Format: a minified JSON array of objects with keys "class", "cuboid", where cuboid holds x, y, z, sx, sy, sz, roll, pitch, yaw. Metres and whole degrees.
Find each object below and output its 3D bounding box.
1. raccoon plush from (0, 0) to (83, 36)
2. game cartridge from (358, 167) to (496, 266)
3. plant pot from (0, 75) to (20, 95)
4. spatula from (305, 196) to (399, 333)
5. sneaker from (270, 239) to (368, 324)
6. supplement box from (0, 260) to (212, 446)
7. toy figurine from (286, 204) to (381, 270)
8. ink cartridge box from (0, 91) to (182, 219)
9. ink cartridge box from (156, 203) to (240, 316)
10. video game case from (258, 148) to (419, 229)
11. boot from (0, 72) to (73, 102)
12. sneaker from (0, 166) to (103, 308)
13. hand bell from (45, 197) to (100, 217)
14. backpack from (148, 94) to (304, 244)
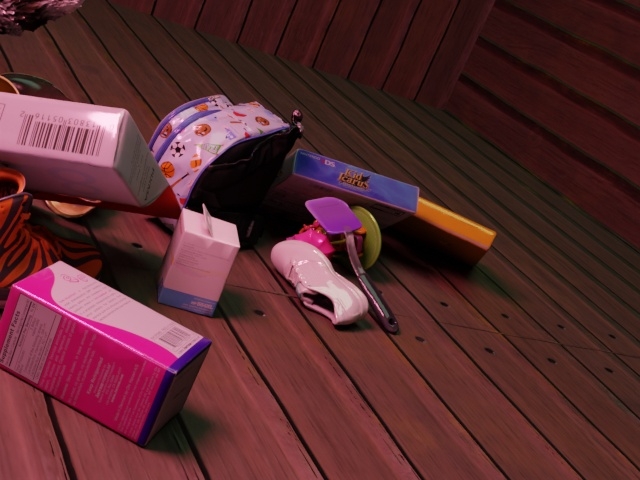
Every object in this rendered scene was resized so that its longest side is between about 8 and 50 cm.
[{"class":"raccoon plush","cuboid":[-0.614,-0.343,1.634,0.216,0.446,0.299,62,4,-35]},{"class":"game cartridge","cuboid":[0.216,-0.048,2.191,0.324,0.052,0.285,28,-7,6]},{"class":"plant pot","cuboid":[-0.574,-0.214,1.756,0.134,0.134,0.095,27,-8,8]},{"class":"spatula","cuboid":[0.068,0.039,1.807,0.084,0.030,0.296,-13,67,-33]},{"class":"sneaker","cuboid":[-0.020,0.072,1.721,0.212,0.080,0.094,35,33,27]},{"class":"supplement box","cuboid":[-0.262,0.130,1.191,0.220,0.114,0.111,28,20,8]},{"class":"toy figurine","cuboid":[0.000,0.000,1.899,0.173,0.130,0.159,21,22,41]},{"class":"ink cartridge box","cuboid":[-0.381,-0.085,1.412,0.308,0.091,0.385,8,-20,7]},{"class":"ink cartridge box","cuboid":[-0.184,0.025,1.522,0.090,0.143,0.092,18,20,-17]},{"class":"video game case","cuboid":[0.020,-0.087,1.999,0.269,0.061,0.244,17,-20,-22]},{"class":"boot","cuboid":[-0.514,-0.241,1.898,0.248,0.090,0.207,26,7,-16]},{"class":"sneaker","cuboid":[-0.387,-0.005,1.298,0.124,0.180,0.321,33,20,24]},{"class":"hand bell","cuboid":[-0.362,-0.091,1.737,0.126,0.126,0.242,31,6,19]},{"class":"backpack","cuboid":[-0.193,-0.127,1.770,0.213,0.276,0.263,31,27,16]}]
